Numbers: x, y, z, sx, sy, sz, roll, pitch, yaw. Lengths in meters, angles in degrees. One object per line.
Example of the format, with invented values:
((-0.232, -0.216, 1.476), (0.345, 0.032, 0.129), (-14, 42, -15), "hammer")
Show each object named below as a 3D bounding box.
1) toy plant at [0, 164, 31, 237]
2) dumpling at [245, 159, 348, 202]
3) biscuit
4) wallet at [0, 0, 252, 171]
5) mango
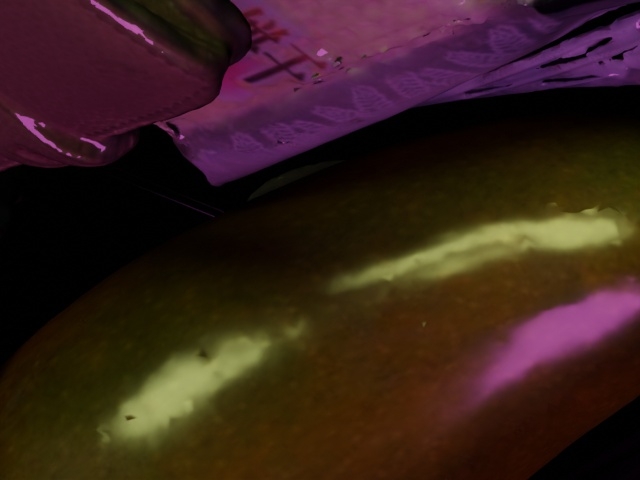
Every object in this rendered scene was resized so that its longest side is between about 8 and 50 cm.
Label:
((-0.284, 0.014, 0.526), (0.332, 0.247, 0.247), (21, 146, -13), "toy plant")
((-0.001, 0.001, 0.586), (0.059, 0.043, 0.077), (41, 141, -17), "dumpling")
((-0.048, -0.113, 0.389), (0.186, 0.079, 0.309), (-15, 139, 40), "biscuit")
((-0.091, -0.057, 0.380), (0.118, 0.039, 0.152), (36, 155, -27), "wallet")
((-0.006, 0.051, 0.508), (0.289, 0.129, 0.146), (-31, 171, 6), "mango")
